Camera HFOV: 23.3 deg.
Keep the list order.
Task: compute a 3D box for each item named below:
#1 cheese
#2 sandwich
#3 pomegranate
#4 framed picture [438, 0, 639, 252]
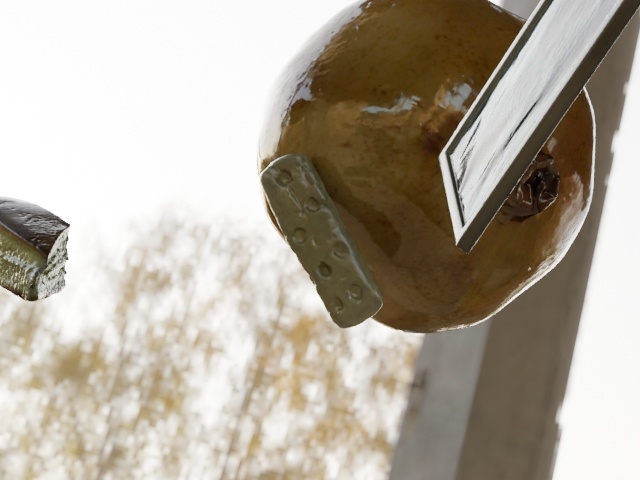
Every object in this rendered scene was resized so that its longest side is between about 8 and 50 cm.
[{"bbox_3d":[0.000,0.000,1.632,0.194,0.065,0.043,63,-6,-3],"label":"cheese"},{"bbox_3d":[-0.384,0.009,1.985,0.096,0.094,0.258,-7,22,-38],"label":"sandwich"},{"bbox_3d":[0.129,-0.089,1.798,0.416,0.417,0.417,13,-25,6],"label":"pomegranate"},{"bbox_3d":[0.174,-0.128,1.280,0.016,0.184,0.250,27,-66,-14],"label":"framed picture"}]
